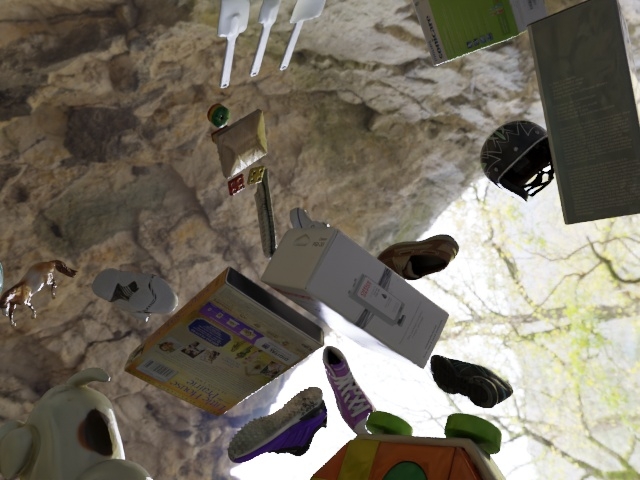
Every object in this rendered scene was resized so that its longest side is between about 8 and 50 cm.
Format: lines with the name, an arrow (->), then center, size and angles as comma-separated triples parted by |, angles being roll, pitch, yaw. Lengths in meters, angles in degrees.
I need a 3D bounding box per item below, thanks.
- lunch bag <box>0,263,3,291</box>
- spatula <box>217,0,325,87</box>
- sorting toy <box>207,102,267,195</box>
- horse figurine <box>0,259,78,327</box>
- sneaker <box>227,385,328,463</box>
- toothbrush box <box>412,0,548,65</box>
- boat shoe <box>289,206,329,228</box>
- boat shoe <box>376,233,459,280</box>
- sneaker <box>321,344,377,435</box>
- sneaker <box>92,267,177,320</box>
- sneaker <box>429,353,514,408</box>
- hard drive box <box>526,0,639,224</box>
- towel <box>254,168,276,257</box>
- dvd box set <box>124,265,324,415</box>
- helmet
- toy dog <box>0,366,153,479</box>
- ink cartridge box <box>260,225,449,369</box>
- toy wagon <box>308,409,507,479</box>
lunch bag -> -0.738, 0.067, 0.906 | 0.279, 0.107, 0.224 | 100, 171, -47
spatula -> -0.087, -0.322, 0.748 | 0.019, 0.168, 0.242 | 64, 161, 4
sorting toy -> -0.195, -0.230, 1.111 | 0.132, 0.046, 0.275 | -39, -28, -25
horse figurine -> -0.844, 0.140, 1.379 | 0.263, 0.066, 0.175 | -61, -9, -46
sneaker -> -0.095, 0.526, 1.237 | 0.293, 0.102, 0.146 | -25, -72, -24
toothbrush box -> 0.378, -0.580, 1.142 | 0.122, 0.283, 0.206 | -32, -72, -23
boat shoe -> 0.000, 0.000, 1.138 | 0.096, 0.088, 0.268 | 53, -172, -42
boat shoe -> 0.297, 0.073, 1.539 | 0.123, 0.324, 0.116 | 51, -138, -15
sneaker -> 0.075, 0.430, 1.345 | 0.282, 0.102, 0.161 | 53, 166, 38
sneaker -> -0.636, 0.211, 1.701 | 0.138, 0.365, 0.210 | -69, -26, -23
sneaker -> 0.413, 0.390, 1.305 | 0.106, 0.267, 0.101 | -4, -79, -26
hard drive box -> 0.338, -0.147, 0.566 | 0.181, 0.089, 0.233 | -12, -89, -52
towel -> -0.210, -0.091, 1.739 | 0.312, 0.056, 0.325 | 164, 100, -81
dvd box set -> -0.242, 0.274, 1.164 | 0.307, 0.420, 0.062 | 37, -152, -25
helmet -> 0.431, -0.181, 1.015 | 0.161, 0.169, 0.169 | 40, -145, -15
toy dog -> -0.538, 0.550, 1.092 | 0.396, 0.407, 0.284 | -54, -35, -10
ink cartridge box -> 0.056, 0.102, 0.849 | 0.283, 0.207, 0.117 | 36, -106, -23
toy wagon -> 0.091, 0.283, 0.406 | 0.068, 0.344, 0.267 | 40, -127, -20
